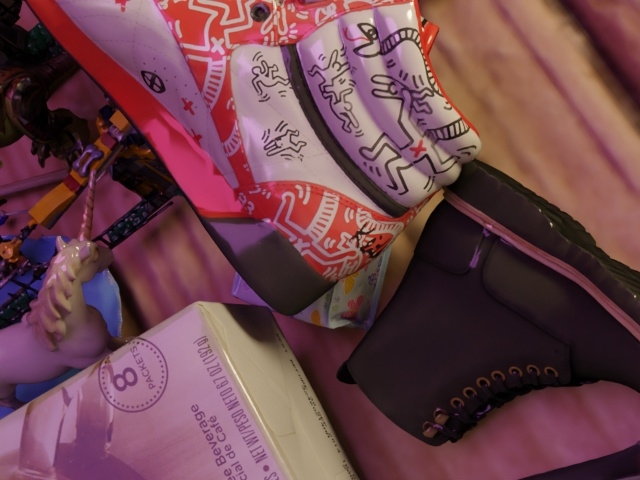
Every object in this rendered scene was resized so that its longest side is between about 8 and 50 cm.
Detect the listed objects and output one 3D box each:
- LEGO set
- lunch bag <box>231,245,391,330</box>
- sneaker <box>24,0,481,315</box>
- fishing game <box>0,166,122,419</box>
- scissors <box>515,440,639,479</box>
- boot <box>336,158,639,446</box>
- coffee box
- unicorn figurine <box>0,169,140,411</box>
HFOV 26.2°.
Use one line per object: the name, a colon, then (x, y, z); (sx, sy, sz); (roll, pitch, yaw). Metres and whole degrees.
LEGO set: (-0.226, -0.073, 0.777); (0.331, 0.192, 0.255); (-30, 58, 16)
lunch bag: (0.000, 0.000, 0.729); (0.071, 0.053, 0.083); (14, 95, 35)
sneaker: (-0.041, -0.110, 0.658); (0.145, 0.090, 0.270); (-38, 89, 7)
fishing game: (-0.188, 0.083, 0.831); (0.189, 0.041, 0.264); (-17, 62, 26)
scissors: (0.173, 0.089, 0.616); (0.297, 0.021, 0.109); (-11, 39, 46)
boot: (0.102, 0.065, 0.646); (0.137, 0.077, 0.198); (-58, 44, 12)
coffee box: (-0.126, 0.175, 0.673); (0.297, 0.119, 0.168); (-31, 79, 10)
unicorn figurine: (-0.140, 0.051, 0.725); (0.162, 0.111, 0.060); (-35, 56, 13)
